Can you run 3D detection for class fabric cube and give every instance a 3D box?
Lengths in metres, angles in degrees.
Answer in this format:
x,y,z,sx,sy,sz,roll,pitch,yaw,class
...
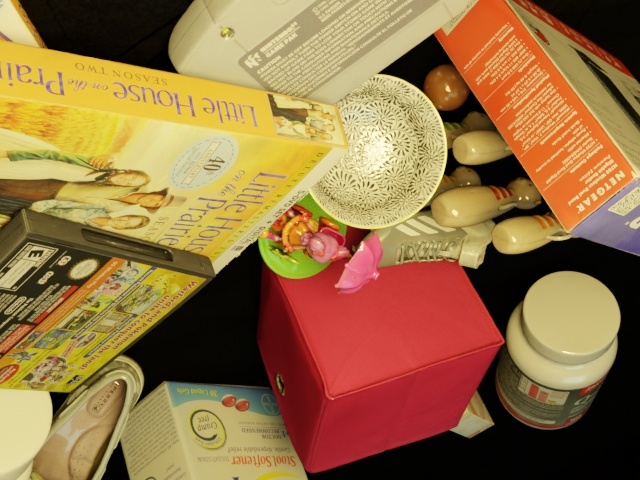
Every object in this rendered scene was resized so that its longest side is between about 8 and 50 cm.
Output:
x,y,z,sx,sy,sz,roll,pitch,yaw,class
0.065,0.143,1.148,0.259,0.254,0.258,-14,147,-16,fabric cube

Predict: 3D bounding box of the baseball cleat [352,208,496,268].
x,y,z,sx,sy,sz,roll,pitch,yaw,class
0.149,0.003,1.052,0.206,0.109,0.072,-24,141,-22,baseball cleat

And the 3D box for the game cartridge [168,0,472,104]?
x,y,z,sx,sy,sz,roll,pitch,yaw,class
0.010,-0.225,0.755,0.294,0.060,0.196,-34,151,14,game cartridge

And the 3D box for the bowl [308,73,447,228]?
x,y,z,sx,sy,sz,roll,pitch,yaw,class
0.051,-0.103,0.912,0.170,0.080,0.170,-2,100,-12,bowl

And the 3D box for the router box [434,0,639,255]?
x,y,z,sx,sy,sz,roll,pitch,yaw,class
0.305,-0.121,0.874,0.336,0.301,0.082,11,134,-45,router box

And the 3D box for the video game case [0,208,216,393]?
x,y,z,sx,sy,sz,roll,pitch,yaw,class
-0.294,0.081,0.869,0.275,0.035,0.248,-38,149,23,video game case

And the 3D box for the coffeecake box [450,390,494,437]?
x,y,z,sx,sy,sz,roll,pitch,yaw,class
0.281,0.327,1.674,0.068,0.142,0.185,-33,148,14,coffeecake box

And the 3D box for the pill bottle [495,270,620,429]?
x,y,z,sx,sy,sz,roll,pitch,yaw,class
0.468,0.223,1.586,0.210,0.210,0.363,-21,149,-6,pill bottle

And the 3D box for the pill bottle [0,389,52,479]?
x,y,z,sx,sy,sz,roll,pitch,yaw,class
-0.511,0.308,1.025,0.224,0.224,0.392,8,135,-42,pill bottle

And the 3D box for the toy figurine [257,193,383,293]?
x,y,z,sx,sy,sz,roll,pitch,yaw,class
0.000,0.000,0.948,0.173,0.159,0.130,26,91,-35,toy figurine

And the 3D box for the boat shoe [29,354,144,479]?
x,y,z,sx,sy,sz,roll,pitch,yaw,class
-0.357,0.309,1.120,0.118,0.103,0.320,35,87,-11,boat shoe

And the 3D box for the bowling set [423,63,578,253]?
x,y,z,sx,sy,sz,roll,pitch,yaw,class
0.201,-0.110,0.947,0.154,0.287,0.199,-13,114,-28,bowling set

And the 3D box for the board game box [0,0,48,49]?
x,y,z,sx,sy,sz,roll,pitch,yaw,class
-0.304,-0.173,0.635,0.124,0.039,0.259,-21,151,-3,board game box

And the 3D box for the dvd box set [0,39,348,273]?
x,y,z,sx,sy,sz,roll,pitch,yaw,class
-0.226,-0.056,0.773,0.421,0.062,0.308,4,151,-37,dvd box set

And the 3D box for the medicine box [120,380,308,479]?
x,y,z,sx,sy,sz,roll,pitch,yaw,class
-0.165,0.402,1.338,0.149,0.289,0.264,-42,145,26,medicine box
